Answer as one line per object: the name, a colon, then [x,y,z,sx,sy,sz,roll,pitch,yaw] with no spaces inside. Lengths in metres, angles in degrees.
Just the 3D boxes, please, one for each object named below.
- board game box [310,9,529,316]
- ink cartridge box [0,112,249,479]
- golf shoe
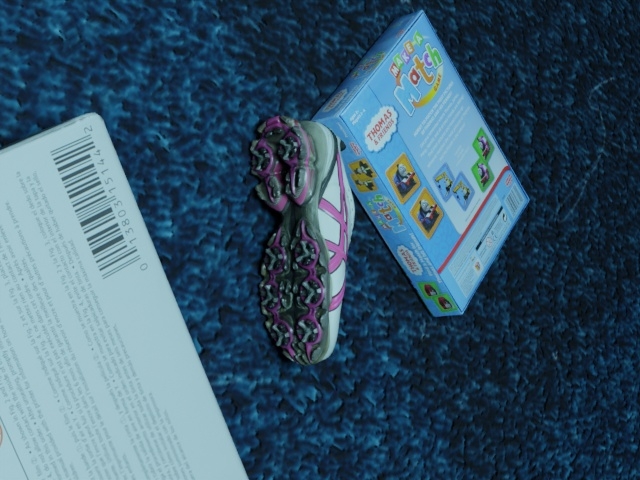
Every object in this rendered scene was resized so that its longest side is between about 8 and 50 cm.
board game box: [0.092,-0.066,1.036,0.211,0.039,0.160,57,48,-24]
ink cartridge box: [-0.181,0.107,0.697,0.261,0.066,0.296,-32,106,-45]
golf shoe: [0.000,0.000,0.906,0.086,0.067,0.186,5,80,-48]
